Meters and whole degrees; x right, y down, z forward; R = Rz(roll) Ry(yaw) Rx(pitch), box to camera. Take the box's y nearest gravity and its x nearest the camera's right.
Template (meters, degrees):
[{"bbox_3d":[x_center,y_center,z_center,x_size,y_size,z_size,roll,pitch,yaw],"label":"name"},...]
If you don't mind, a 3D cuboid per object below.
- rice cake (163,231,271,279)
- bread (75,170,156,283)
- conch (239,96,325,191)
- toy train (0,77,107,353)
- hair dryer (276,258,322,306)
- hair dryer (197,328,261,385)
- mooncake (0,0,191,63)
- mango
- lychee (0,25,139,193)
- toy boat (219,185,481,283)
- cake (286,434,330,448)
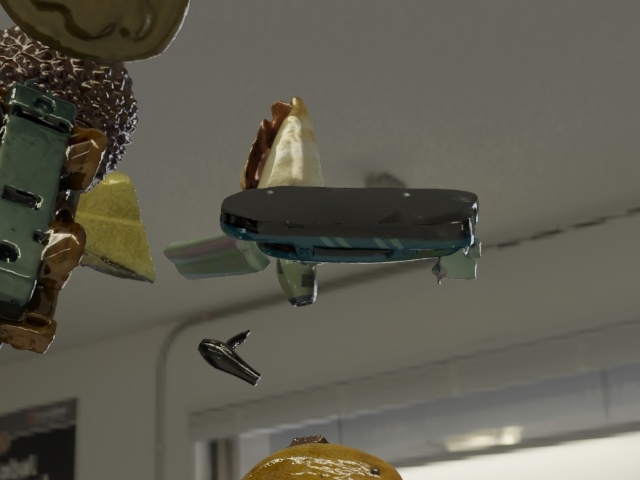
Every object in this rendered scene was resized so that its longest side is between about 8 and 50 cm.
[{"bbox_3d":[-0.174,0.024,1.955,0.221,0.042,0.080,-9,-48,51],"label":"rice cake"},{"bbox_3d":[-0.558,-0.029,2.091,0.405,0.242,0.345,-13,16,-38],"label":"bread"},{"bbox_3d":[-0.052,-0.136,2.215,0.158,0.255,0.127,-10,-36,40],"label":"conch"},{"bbox_3d":[-0.359,-0.030,1.354,0.163,0.369,0.232,19,-42,-19],"label":"toy train"},{"bbox_3d":[-0.011,-0.013,1.803,0.067,0.167,0.199,-2,-31,-40],"label":"hair dryer"},{"bbox_3d":[-0.089,0.125,1.356,0.079,0.083,0.031,31,-56,12],"label":"hair dryer"},{"bbox_3d":[-0.248,-0.308,1.370,0.234,0.235,0.117,5,17,-18],"label":"mooncake"},{"bbox_3d":[0.000,0.372,1.740,0.262,0.157,0.109,2,-24,-4],"label":"mango"},{"bbox_3d":[-0.398,-0.180,1.656,0.267,0.267,0.267,-2,-21,-1],"label":"lychee"},{"bbox_3d":[0.032,-0.003,1.381,0.298,0.092,0.134,1,23,13],"label":"toy boat"},{"bbox_3d":[-0.032,0.456,2.224,0.147,0.135,0.134,-40,8,-32],"label":"cake"}]
